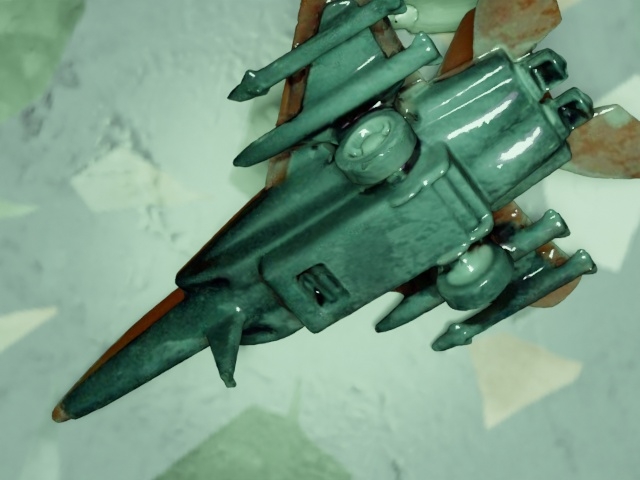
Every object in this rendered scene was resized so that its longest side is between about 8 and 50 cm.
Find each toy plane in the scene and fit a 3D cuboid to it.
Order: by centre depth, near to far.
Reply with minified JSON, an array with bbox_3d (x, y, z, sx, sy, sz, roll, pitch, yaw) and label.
[{"bbox_3d":[0.002,0.003,0.757,0.326,0.104,0.223,-38,120,4],"label":"toy plane"}]

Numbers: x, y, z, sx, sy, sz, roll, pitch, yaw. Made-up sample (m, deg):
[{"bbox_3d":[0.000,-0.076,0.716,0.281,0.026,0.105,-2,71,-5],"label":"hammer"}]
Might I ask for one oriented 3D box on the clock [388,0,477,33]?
[{"bbox_3d":[0.052,-0.222,0.780,0.237,0.053,0.236,0,90,0],"label":"clock"}]
